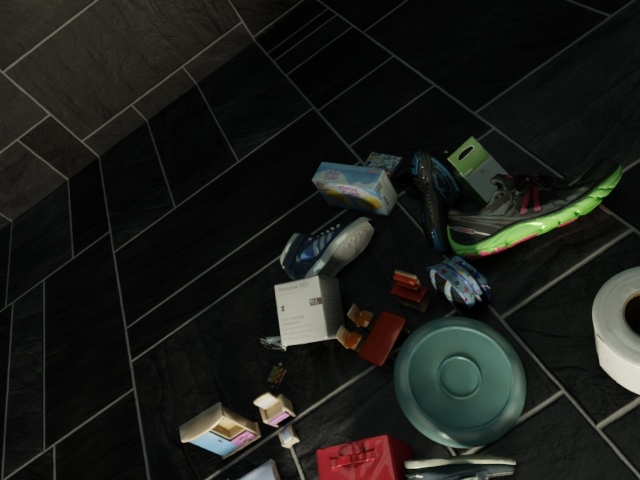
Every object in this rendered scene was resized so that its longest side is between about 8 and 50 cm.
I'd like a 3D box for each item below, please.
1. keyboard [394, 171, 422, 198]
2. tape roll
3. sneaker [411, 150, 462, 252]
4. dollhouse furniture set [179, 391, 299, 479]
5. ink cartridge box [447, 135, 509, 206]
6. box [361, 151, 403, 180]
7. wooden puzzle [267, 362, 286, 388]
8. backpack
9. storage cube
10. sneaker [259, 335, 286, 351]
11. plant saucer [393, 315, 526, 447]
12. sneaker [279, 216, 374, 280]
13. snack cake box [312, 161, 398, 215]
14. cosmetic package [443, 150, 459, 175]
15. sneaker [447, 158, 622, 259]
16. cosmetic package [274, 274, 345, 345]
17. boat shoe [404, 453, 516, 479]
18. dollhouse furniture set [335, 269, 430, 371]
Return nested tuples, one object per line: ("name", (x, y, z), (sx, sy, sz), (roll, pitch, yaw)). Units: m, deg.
("keyboard", (0.332, -0.176, 1.707), (0.100, 0.038, 0.192), (-34, 41, -27))
("tape roll", (0.725, 0.197, 1.080), (0.246, 0.169, 0.245), (-16, 50, 20))
("sneaker", (0.378, -0.130, 1.553), (0.140, 0.125, 0.340), (-4, 71, -4))
("dollhouse furniture set", (-0.194, 0.593, 1.321), (0.287, 0.198, 0.303), (-34, 46, 6))
("ink cartridge box", (0.482, -0.198, 1.519), (0.109, 0.062, 0.209), (-42, 88, -3))
("box", (0.223, -0.272, 1.841), (0.137, 0.027, 0.093), (20, 68, 40))
("wooden puzzle", (-0.134, 0.416, 1.551), (0.050, 0.006, 0.083), (8, 61, 35))
("backpack", (0.371, 0.114, 1.356), (0.117, 0.173, 0.158), (-42, 45, -3))
("storage cube", (0.117, 0.570, 1.143), (0.184, 0.215, 0.193), (-20, 55, 17))
("sneaker", (-0.147, 0.325, 1.612), (0.109, 0.040, 0.043), (8, 45, 32))
("plant saucer", (0.337, 0.335, 1.226), (0.318, 0.043, 0.317), (-4, 65, 9))
("sneaker", (0.000, 0.001, 1.698), (0.322, 0.130, 0.236), (-47, 50, -1))
("snack cake box", (0.119, -0.181, 1.748), (0.265, 0.152, 0.089), (13, 65, 38))
("cosmetic package", (0.427, -0.243, 1.684), (0.060, 0.041, 0.115), (-30, 46, 10))
("sneaker", (0.569, -0.114, 1.369), (0.483, 0.185, 0.202), (-24, 80, 12))
("cosmetic package", (-0.028, 0.210, 1.501), (0.152, 0.151, 0.183), (-15, 77, 22))
("boat shoe", (0.309, 0.514, 1.101), (0.255, 0.095, 0.078), (3, 69, -14))
("dollhouse furniture set", (0.199, 0.226, 1.401), (0.262, 0.135, 0.259), (16, 67, 39))
